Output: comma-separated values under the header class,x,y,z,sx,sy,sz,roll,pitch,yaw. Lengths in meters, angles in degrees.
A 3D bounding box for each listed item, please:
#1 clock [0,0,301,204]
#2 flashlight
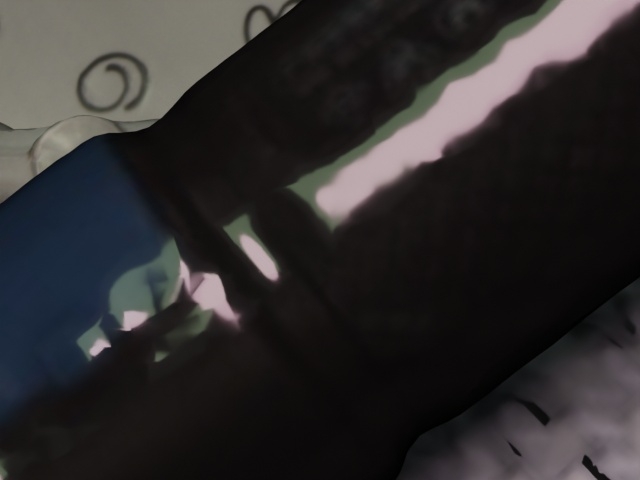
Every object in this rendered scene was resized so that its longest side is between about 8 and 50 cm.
class,x,y,z,sx,sy,sz,roll,pitch,yaw
clock,-0.042,-0.106,0.473,0.236,0.053,0.236,-5,65,12
flashlight,0.000,0.000,0.362,0.424,0.103,0.103,-38,61,1
